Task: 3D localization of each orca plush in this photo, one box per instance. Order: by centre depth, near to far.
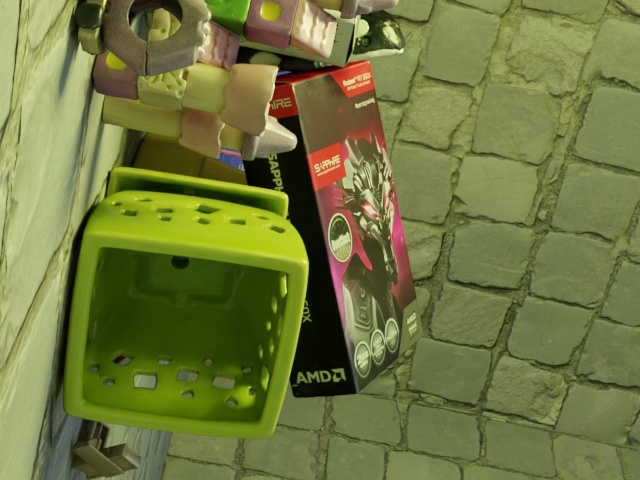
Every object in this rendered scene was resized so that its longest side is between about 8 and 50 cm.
[{"bbox_3d":[-0.041,-0.255,1.541,0.151,0.287,0.102,-21,106,-48],"label":"orca plush"}]

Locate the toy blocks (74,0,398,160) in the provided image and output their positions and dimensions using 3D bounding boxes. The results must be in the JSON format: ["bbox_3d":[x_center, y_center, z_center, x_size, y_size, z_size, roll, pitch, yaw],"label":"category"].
[{"bbox_3d":[-0.053,-0.232,1.171,0.309,0.260,0.288,113,-11,-78],"label":"toy blocks"}]

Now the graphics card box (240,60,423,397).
[{"bbox_3d":[0.014,-0.021,1.550,0.233,0.094,0.371,-28,110,-63],"label":"graphics card box"}]

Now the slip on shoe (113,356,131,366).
[{"bbox_3d":[-0.236,0.083,1.921,0.123,0.101,0.331,-38,-163,40],"label":"slip on shoe"}]

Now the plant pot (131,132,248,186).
[{"bbox_3d":[-0.133,0.005,1.674,0.254,0.239,0.254,-169,-90,-87],"label":"plant pot"}]

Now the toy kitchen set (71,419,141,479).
[{"bbox_3d":[-0.267,0.240,1.583,0.068,0.083,0.075,48,37,-37],"label":"toy kitchen set"}]

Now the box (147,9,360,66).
[{"bbox_3d":[-0.053,-0.352,1.420,0.127,0.231,0.262,107,-7,-73],"label":"box"}]

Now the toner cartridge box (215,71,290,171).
[{"bbox_3d":[-0.155,-0.185,2.278,0.075,0.165,0.348,-88,-170,-77],"label":"toner cartridge box"}]

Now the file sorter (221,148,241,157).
[{"bbox_3d":[-0.145,-0.145,2.061,0.202,0.182,0.291,-82,-176,-52],"label":"file sorter"}]

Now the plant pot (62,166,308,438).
[{"bbox_3d":[-0.144,0.053,1.377,0.207,0.228,0.227,-98,-162,-61],"label":"plant pot"}]
